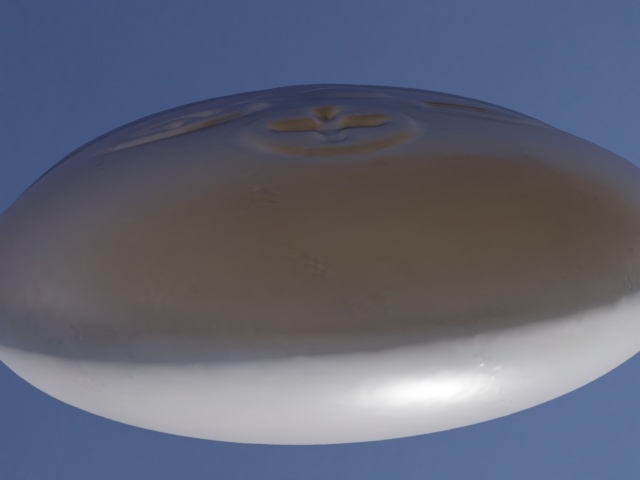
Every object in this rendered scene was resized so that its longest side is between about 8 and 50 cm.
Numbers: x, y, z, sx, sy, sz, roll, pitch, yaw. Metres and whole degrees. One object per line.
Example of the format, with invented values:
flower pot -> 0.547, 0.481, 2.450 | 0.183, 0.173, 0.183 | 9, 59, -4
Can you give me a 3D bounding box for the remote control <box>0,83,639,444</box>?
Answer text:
remote control -> 0.000, 0.000, 0.623 | 0.221, 0.332, 0.103 | -2, -84, -3
